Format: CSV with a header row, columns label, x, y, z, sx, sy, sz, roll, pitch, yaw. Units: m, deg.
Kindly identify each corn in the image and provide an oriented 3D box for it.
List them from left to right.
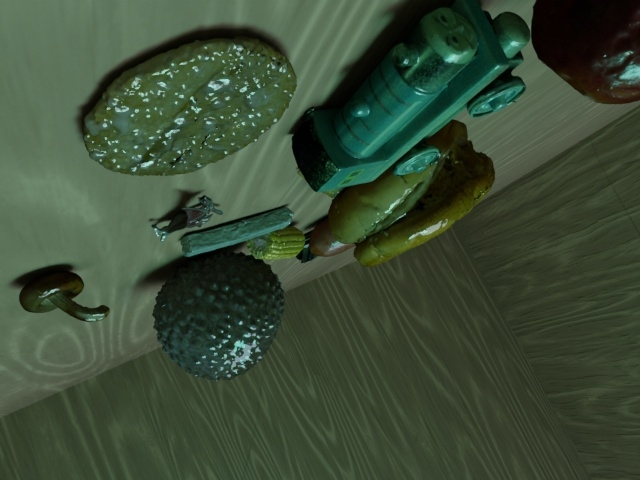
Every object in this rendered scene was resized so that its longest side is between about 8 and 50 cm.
label,x,y,z,sx,sy,sz,roll,pitch,yaw
corn,-0.098,0.004,1.186,0.081,0.081,0.248,-28,173,14

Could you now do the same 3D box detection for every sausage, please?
label,x,y,z,sx,sy,sz,roll,pitch,yaw
sausage,0.084,-0.039,1.386,0.259,0.113,0.113,-29,172,9

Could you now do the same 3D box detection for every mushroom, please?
label,x,y,z,sx,sy,sz,roll,pitch,yaw
mushroom,-0.392,0.087,0.793,0.129,0.073,0.088,26,120,-36

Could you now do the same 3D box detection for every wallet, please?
label,x,y,z,sx,sy,sz,roll,pitch,yaw
wallet,0.001,0.002,1.597,0.160,0.055,0.236,-31,172,-12

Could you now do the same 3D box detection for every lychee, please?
label,x,y,z,sx,sy,sz,roll,pitch,yaw
lychee,-0.224,0.158,1.150,0.300,0.300,0.300,-26,172,-4

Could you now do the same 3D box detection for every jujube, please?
label,x,y,z,sx,sy,sz,roll,pitch,yaw
jujube,0.340,-0.265,0.512,0.255,0.190,0.190,-46,162,31

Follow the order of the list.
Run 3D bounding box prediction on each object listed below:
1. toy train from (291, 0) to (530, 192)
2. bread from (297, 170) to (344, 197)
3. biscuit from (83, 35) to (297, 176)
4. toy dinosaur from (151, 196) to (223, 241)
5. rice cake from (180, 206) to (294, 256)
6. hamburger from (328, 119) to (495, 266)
label,x,y,z,sx,sy,sz,roll,pitch,yaw
toy train,0.104,-0.166,0.632,0.194,0.120,0.298,-15,167,-32
bread,0.029,-0.143,0.879,0.084,0.080,0.109,-35,-157,46
biscuit,-0.121,-0.121,0.502,0.220,0.033,0.220,-25,170,-5
toy dinosaur,-0.206,-0.033,0.800,0.108,0.032,0.220,-28,-178,-10
rice cake,-0.156,-0.019,1.003,0.245,0.042,0.045,-20,175,-38
hamburger,0.153,-0.088,0.942,0.290,0.170,0.314,-40,-177,-33
